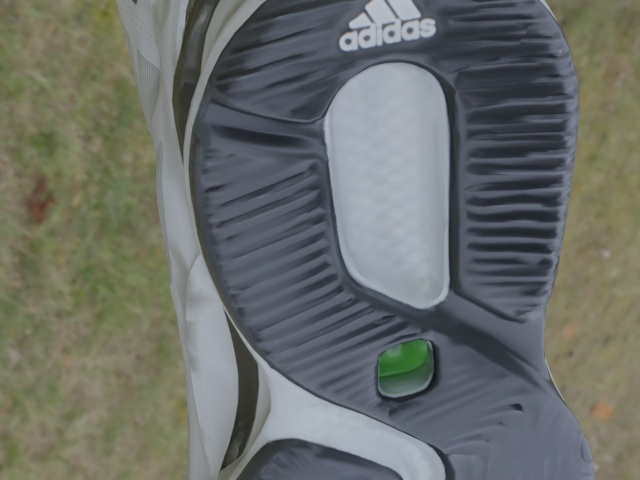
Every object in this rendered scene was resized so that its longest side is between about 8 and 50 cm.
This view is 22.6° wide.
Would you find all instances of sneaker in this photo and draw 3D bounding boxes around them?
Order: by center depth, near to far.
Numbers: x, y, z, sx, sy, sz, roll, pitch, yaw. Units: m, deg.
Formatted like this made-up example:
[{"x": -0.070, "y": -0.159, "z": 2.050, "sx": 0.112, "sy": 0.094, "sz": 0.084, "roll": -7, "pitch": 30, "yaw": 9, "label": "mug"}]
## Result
[{"x": 0.001, "y": -0.001, "z": 0.691, "sx": 0.169, "sy": 0.257, "sz": 0.448, "roll": -9, "pitch": 135, "yaw": -10, "label": "sneaker"}]
